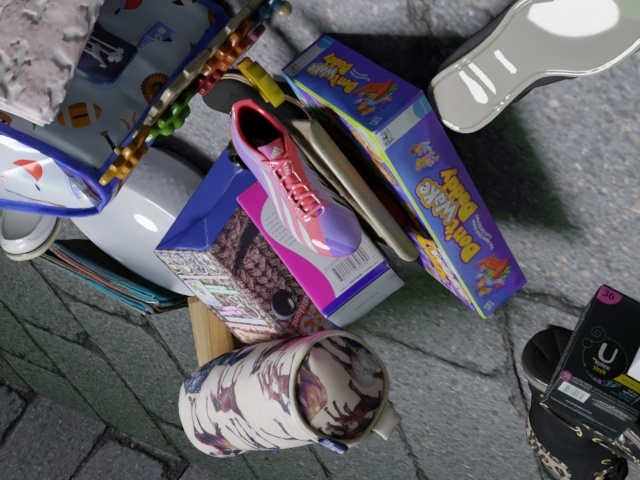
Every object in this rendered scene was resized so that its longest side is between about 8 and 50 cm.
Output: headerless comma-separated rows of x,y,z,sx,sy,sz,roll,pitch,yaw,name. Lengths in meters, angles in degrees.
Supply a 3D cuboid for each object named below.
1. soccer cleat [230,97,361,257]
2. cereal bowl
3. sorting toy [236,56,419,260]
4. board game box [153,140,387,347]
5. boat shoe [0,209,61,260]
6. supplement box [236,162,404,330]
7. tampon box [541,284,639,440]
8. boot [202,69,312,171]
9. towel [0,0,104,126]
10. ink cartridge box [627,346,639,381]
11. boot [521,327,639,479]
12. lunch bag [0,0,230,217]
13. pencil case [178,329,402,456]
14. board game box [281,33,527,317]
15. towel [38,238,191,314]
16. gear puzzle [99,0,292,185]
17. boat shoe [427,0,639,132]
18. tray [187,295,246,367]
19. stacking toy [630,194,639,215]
-0.038,-0.080,1.488,0.248,0.083,0.095,53,175,22,soccer cleat
-0.278,-0.057,2.001,0.339,0.141,0.339,26,154,14,cereal bowl
0.011,-0.113,1.480,0.307,0.041,0.229,51,178,-14,sorting toy
-0.070,0.022,1.801,0.141,0.232,0.291,1,141,47,board game box
-0.513,-0.090,2.053,0.113,0.302,0.103,-7,130,3,boat shoe
0.000,0.000,1.594,0.220,0.111,0.114,53,-177,21,supplement box
0.400,0.169,1.611,0.120,0.161,0.101,27,154,8,tampon box
-0.118,-0.164,1.634,0.198,0.137,0.077,12,148,39,boot
-0.394,-0.339,1.432,0.317,0.332,0.053,21,179,23,towel
0.516,0.144,1.438,0.219,0.160,0.092,30,155,6,ink cartridge box
0.475,0.309,1.802,0.377,0.138,0.284,27,153,20,boot
-0.340,-0.211,1.587,0.385,0.328,0.239,12,149,40,lunch bag
-0.062,0.241,1.730,0.183,0.160,0.410,52,149,-11,pencil case
0.110,-0.082,1.489,0.233,0.078,0.347,42,170,51,board game box
-0.364,0.059,2.222,0.271,0.040,0.370,27,-174,12,towel
-0.146,-0.184,1.393,0.044,0.339,0.175,42,153,-7,gear puzzle
0.236,-0.215,1.221,0.112,0.095,0.335,48,147,-10,boat shoe
-0.132,0.230,2.138,0.076,0.203,0.411,-13,164,8,tray
0.509,-0.018,1.281,0.309,0.130,0.279,36,-179,-2,stacking toy
